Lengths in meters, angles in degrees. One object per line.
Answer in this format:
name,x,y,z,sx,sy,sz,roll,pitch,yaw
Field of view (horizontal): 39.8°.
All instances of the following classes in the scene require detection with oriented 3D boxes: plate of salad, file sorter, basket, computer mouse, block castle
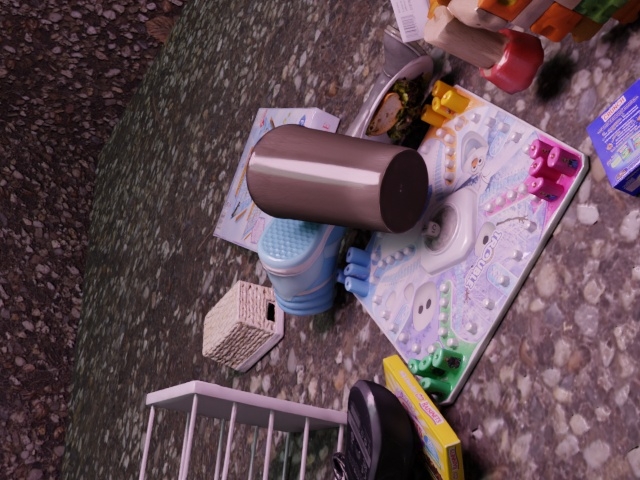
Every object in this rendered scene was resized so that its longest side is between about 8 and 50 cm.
plate of salad,0.132,-0.210,1.446,0.048,0.200,0.199,35,109,18
file sorter,-0.125,0.341,1.400,0.193,0.278,0.173,-26,52,54
basket,0.038,-0.090,1.353,0.227,0.204,0.154,13,98,38
computer mouse,0.079,0.297,1.226,0.188,0.072,0.272,-113,22,-48
basket,-0.156,0.171,1.767,0.167,0.103,0.113,-46,34,40
block castle,0.331,-0.429,1.134,0.453,0.213,0.303,-45,35,44

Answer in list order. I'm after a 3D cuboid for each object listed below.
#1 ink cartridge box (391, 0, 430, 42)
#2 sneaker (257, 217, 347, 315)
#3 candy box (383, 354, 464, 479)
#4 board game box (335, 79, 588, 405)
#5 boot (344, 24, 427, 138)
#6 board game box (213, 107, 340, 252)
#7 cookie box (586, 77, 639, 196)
ink cartridge box,0.159,-0.470,1.444,0.065,0.165,0.332,-9,33,21
sneaker,0.000,0.000,1.577,0.319,0.127,0.208,-51,-33,-37
candy box,0.137,0.249,1.185,0.206,0.027,0.105,-127,26,-59
board game box,0.180,-0.018,1.322,0.389,0.050,0.390,-63,27,14
boot,0.097,-0.243,1.497,0.076,0.190,0.208,41,94,25
board game box,-0.103,-0.129,1.915,0.318,0.066,0.318,19,89,64
cookie box,0.372,-0.122,1.041,0.092,0.040,0.107,-48,34,37
